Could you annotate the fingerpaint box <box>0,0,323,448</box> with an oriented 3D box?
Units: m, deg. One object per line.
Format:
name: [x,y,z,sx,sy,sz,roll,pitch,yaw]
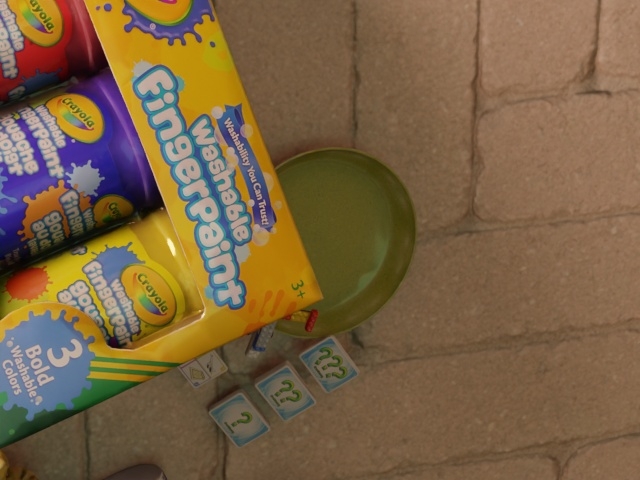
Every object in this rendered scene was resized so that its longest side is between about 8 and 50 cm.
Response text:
fingerpaint box: [-0.253,-0.075,1.355,0.371,0.163,0.445,-24,103,-18]

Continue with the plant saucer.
plant saucer: [0.000,0.000,1.673,0.241,0.037,0.241,-8,112,-20]

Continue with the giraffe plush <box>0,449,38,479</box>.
giraffe plush: [-0.386,0.286,1.548,0.210,0.181,0.170,-25,129,6]

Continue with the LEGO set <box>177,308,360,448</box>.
LEGO set: [-0.077,0.136,1.650,0.182,0.060,0.244,-31,124,4]

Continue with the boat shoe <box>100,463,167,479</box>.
boat shoe: [-0.292,0.355,1.645,0.258,0.095,0.084,-21,110,-13]
